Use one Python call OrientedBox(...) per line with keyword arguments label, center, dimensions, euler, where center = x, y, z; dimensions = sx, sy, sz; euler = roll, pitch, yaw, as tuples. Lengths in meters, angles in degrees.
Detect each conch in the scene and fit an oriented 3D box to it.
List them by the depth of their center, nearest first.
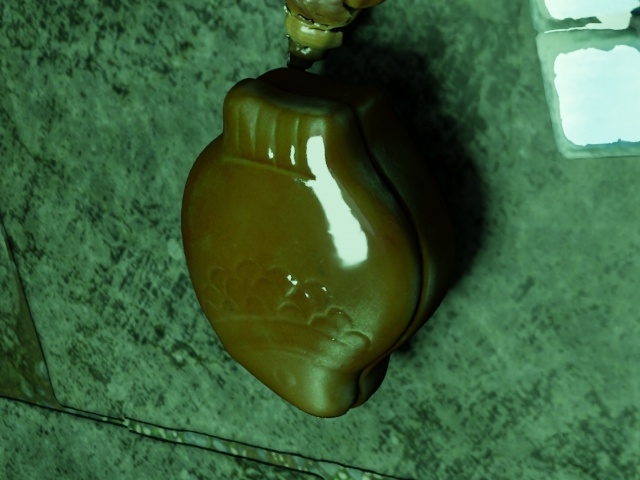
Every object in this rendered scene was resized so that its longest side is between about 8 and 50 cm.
OrientedBox(label="conch", center=(0.025, -0.206, 0.855), dimensions=(0.086, 0.080, 0.232), euler=(40, 136, -8))

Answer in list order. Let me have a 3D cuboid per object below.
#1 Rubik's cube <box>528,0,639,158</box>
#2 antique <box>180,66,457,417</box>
OrientedBox(label="Rubik's cube", center=(0.250, -0.195, 0.550), dimensions=(0.259, 0.253, 0.256), euler=(-1, 112, 39))
OrientedBox(label="antique", center=(0.000, 0.000, 0.946), dimensions=(0.223, 0.129, 0.278), euler=(13, 122, 34))
